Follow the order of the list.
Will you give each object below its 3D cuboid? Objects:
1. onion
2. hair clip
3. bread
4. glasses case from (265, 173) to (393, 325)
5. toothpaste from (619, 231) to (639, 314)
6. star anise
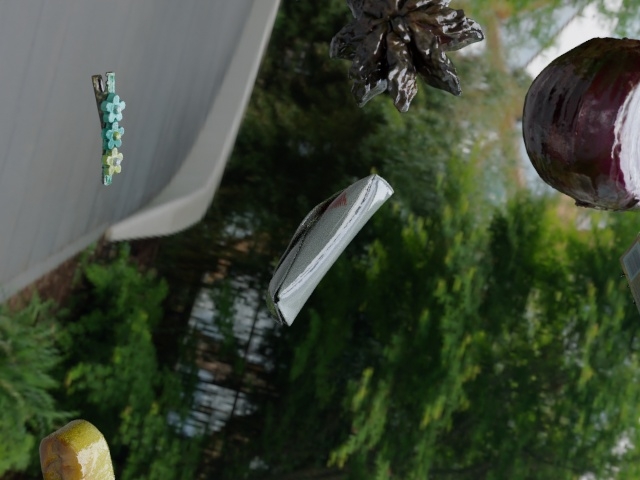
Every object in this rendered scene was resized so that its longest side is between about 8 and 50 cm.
[{"bbox_3d":[0.458,-0.196,1.539,0.260,0.337,0.282,20,-65,43],"label":"onion"},{"bbox_3d":[-0.318,-0.166,1.415,0.049,0.049,0.173,-88,178,-74],"label":"hair clip"},{"bbox_3d":[-0.411,0.425,1.610,0.094,0.102,0.245,-39,131,-52],"label":"bread"},{"bbox_3d":[0.000,0.000,1.617,0.308,0.083,0.128,-52,165,-9],"label":"glasses case"},{"bbox_3d":[0.500,0.136,1.290,0.089,0.071,0.313,104,-22,-58],"label":"toothpaste"},{"bbox_3d":[0.125,-0.312,1.419,0.236,0.223,0.109,65,3,18],"label":"star anise"}]
